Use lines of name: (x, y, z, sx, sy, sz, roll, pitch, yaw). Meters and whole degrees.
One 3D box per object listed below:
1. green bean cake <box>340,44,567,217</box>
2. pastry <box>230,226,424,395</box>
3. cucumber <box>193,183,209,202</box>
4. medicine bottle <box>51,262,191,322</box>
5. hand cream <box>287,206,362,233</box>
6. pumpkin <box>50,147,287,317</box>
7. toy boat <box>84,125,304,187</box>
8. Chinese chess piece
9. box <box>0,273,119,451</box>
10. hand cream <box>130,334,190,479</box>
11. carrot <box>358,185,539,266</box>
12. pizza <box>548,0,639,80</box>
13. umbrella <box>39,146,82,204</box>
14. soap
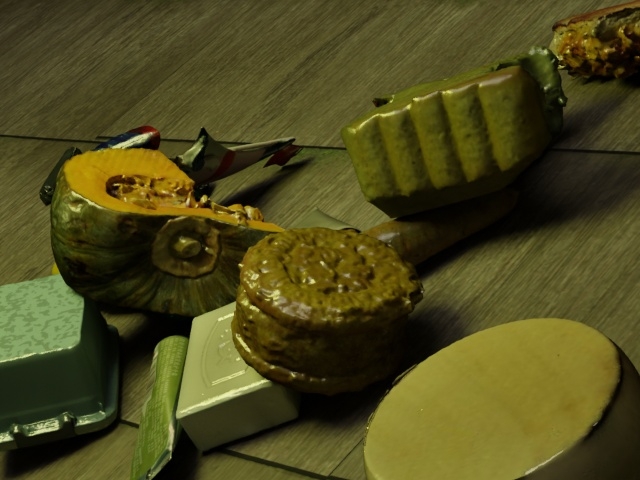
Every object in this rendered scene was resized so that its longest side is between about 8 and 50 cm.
green bean cake: (0.160, -0.121, 1.793, 0.233, 0.124, 0.236, -16, 8, 19)
pastry: (0.005, 0.068, 1.632, 0.188, 0.103, 0.189, 6, 33, -4)
cucumber: (-0.207, -0.041, 2.159, 0.053, 0.053, 0.181, 0, 38, 44)
medicine bottle: (-0.237, 0.052, 2.007, 0.095, 0.064, 0.260, -21, 24, -33)
hand cream: (0.000, 0.000, 1.890, 0.087, 0.054, 0.186, -41, 22, -13)
pumpkin: (-0.172, -0.009, 1.871, 0.280, 0.139, 0.190, 10, 23, -2)
toy boat: (-0.189, -0.088, 2.074, 0.219, 0.072, 0.318, -33, -18, 36)
Chinese chess piece: (0.159, 0.172, 1.372, 0.250, 0.097, 0.251, -22, 27, 12)
box: (-0.319, 0.138, 1.863, 0.162, 0.130, 0.227, -12, 26, 0)
hand cream: (-0.164, 0.182, 1.720, 0.086, 0.055, 0.235, -51, 18, 29)
carrot: (0.106, -0.003, 1.772, 0.298, 0.078, 0.078, -26, 26, -5)
pizza: (0.405, -0.245, 1.884, 0.305, 0.086, 0.161, -11, 9, 28)
umbrella: (-0.398, -0.101, 2.473, 0.036, 0.031, 0.133, -14, 29, 24)
soap: (-0.080, 0.133, 1.711, 0.121, 0.064, 0.183, -21, 29, 14)
